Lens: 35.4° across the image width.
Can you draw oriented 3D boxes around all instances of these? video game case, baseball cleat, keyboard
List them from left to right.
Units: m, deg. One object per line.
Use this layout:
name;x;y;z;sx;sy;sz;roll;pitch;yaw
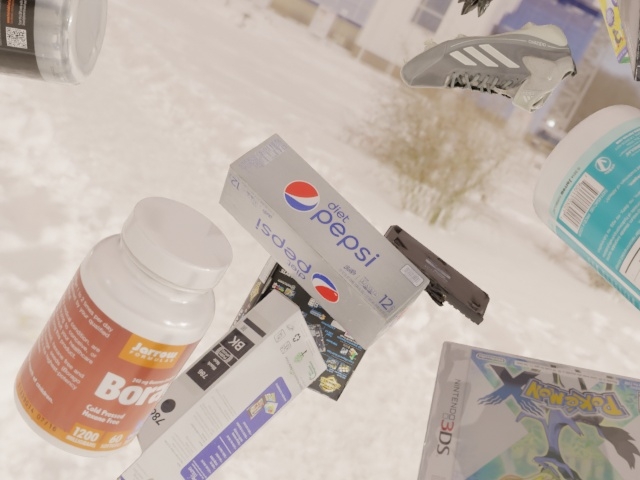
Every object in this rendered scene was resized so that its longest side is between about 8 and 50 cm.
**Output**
keyboard;0.157;0.053;1.408;0.180;0.023;0.108;37;28;2
baseball cleat;0.203;-0.197;1.188;0.072;0.205;0.109;79;-4;-71
video game case;0.310;0.280;1.384;0.329;0.036;0.300;11;40;8

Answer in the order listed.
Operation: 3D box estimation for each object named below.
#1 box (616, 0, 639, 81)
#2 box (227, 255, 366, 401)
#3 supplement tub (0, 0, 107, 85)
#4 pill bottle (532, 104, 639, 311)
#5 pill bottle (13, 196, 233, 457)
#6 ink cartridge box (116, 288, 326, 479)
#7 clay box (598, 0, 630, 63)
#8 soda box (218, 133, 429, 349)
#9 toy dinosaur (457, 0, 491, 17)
box;0.489;-0.440;1.321;0.179;0.312;0.343;-2;46;10
box;-0.024;0.145;1.664;0.220;0.175;0.051;27;5;-21
supplement tub;-0.469;-0.330;1.385;0.316;0.194;0.193;9;12;0
pill bottle;0.334;0.001;0.936;0.146;0.146;0.264;11;31;-52
pill bottle;-0.166;0.073;0.859;0.121;0.216;0.121;28;25;-15
ink cartridge box;-0.143;0.233;1.397;0.065;0.332;0.165;34;-22;35
clay box;0.528;-0.431;1.718;0.053;0.222;0.127;-6;-22;-12
soda box;0.000;0.000;1.304;0.286;0.098;0.091;44;59;12
toy dinosaur;0.226;-0.481;1.545;0.218;0.322;0.164;68;17;-51
